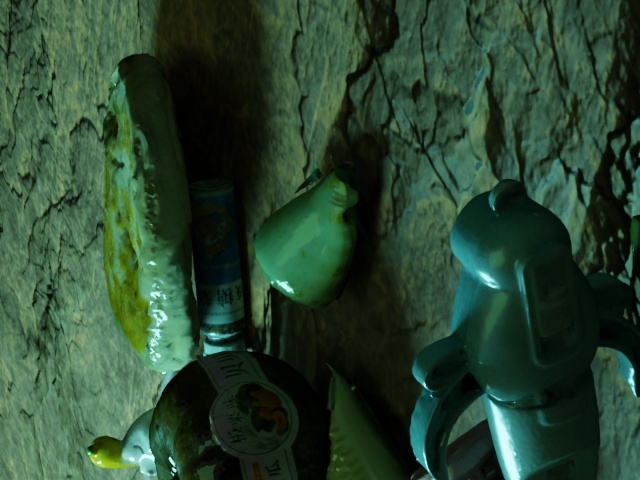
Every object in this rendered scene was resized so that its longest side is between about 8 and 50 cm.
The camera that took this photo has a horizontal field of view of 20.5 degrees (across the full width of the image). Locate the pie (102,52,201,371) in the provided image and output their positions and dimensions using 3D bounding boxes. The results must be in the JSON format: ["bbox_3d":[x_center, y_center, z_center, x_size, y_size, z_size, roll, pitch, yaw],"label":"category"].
[{"bbox_3d":[-0.178,-0.029,1.840,0.339,0.077,0.339,177,90,-75],"label":"pie"}]

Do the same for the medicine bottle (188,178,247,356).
[{"bbox_3d":[-0.106,0.031,1.826,0.051,0.051,0.191,25,124,56],"label":"medicine bottle"}]

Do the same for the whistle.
[{"bbox_3d":[0.147,0.080,1.216,0.093,0.186,0.274,40,147,56],"label":"whistle"}]

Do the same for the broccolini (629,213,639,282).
[{"bbox_3d":[0.268,0.095,1.169,0.123,0.062,0.271,-40,63,49],"label":"broccolini"}]

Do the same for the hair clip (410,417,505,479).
[{"bbox_3d":[0.119,0.172,1.415,0.138,0.123,0.102,18,138,54],"label":"hair clip"}]

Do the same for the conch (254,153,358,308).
[{"bbox_3d":[0.000,0.000,1.600,0.106,0.079,0.170,52,139,13],"label":"conch"}]

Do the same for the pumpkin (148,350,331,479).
[{"bbox_3d":[-0.086,0.237,1.703,0.260,0.189,0.260,170,90,-78],"label":"pumpkin"}]

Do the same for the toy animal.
[{"bbox_3d":[-0.181,0.204,1.962,0.181,0.131,0.127,121,167,-71],"label":"toy animal"}]

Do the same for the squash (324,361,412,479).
[{"bbox_3d":[0.025,0.260,1.623,0.169,0.093,0.252,-39,59,10],"label":"squash"}]
